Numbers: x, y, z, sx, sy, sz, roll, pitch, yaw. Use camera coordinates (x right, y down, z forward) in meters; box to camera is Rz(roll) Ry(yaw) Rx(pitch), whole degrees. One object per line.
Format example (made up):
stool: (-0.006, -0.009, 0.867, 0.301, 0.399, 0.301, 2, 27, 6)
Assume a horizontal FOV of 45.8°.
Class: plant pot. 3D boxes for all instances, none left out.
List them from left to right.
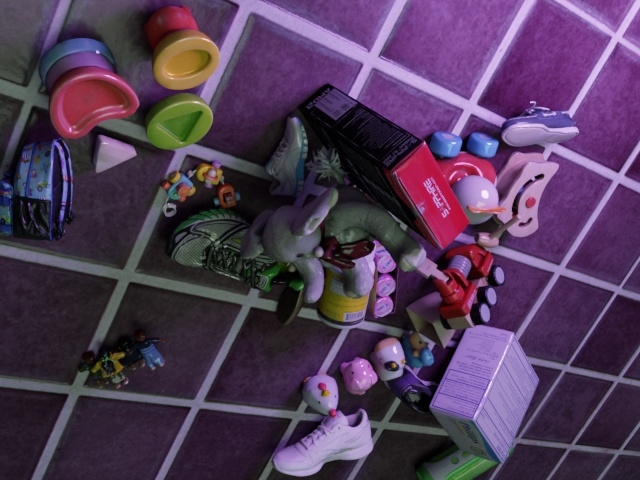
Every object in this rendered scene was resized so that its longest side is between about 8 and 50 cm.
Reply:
plant pot: (0.311, 0.202, 2.021, 0.096, 0.109, 0.109, -41, 131, -15)

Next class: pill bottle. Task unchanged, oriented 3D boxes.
pill bottle: (0.062, 0.091, 1.767, 0.119, 0.119, 0.209, -5, 122, -26)

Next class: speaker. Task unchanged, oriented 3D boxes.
speaker: (0.454, 0.695, 2.390, 0.296, 0.131, 0.131, -29, 129, -10)

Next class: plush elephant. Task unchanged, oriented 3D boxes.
plush elephant: (0.000, 0.000, 1.511, 0.255, 0.272, 0.330, -33, 96, -34)

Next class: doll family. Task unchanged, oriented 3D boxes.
doll family: (-0.435, 0.257, 1.671, 0.193, 0.076, 0.111, -29, 124, -16)

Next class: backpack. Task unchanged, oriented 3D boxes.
backpack: (-0.507, -0.098, 1.357, 0.116, 0.158, 0.173, 3, 105, -10)

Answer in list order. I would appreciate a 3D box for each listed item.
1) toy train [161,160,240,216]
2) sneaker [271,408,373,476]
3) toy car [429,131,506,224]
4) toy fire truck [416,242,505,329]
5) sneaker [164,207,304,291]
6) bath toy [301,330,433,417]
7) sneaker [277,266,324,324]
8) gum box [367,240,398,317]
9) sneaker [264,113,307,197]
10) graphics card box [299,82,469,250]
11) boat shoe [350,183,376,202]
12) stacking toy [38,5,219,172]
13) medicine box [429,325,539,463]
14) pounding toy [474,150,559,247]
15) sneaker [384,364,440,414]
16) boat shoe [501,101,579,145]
toy train: (-0.244, -0.096, 1.566, 0.166, 0.046, 0.125, -14, 124, -21)
sneaker: (0.002, 0.545, 2.080, 0.305, 0.114, 0.152, -11, 110, -27)
toy car: (0.356, -0.107, 1.760, 0.210, 0.238, 0.219, -2, 120, -27)
toy fire truck: (0.325, 0.078, 1.918, 0.246, 0.158, 0.217, 54, 45, -23)
sneaker: (-0.161, 0.028, 1.610, 0.343, 0.146, 0.134, 6, 130, -30)
bath toy: (0.120, 0.356, 1.994, 0.348, 0.129, 0.151, -23, 128, -13)
sneaker: (-0.038, 0.124, 1.803, 0.071, 0.066, 0.188, 10, 115, -38)
gum box: (0.136, 0.086, 1.846, 0.062, 0.107, 0.188, -13, 125, -21)
sneaker: (-0.076, -0.172, 1.597, 0.082, 0.071, 0.191, -7, 122, -18)
graphics card box: (0.121, -0.155, 1.517, 0.094, 0.371, 0.233, -42, 129, -5)
boat shoe: (0.143, -0.120, 1.728, 0.095, 0.095, 0.257, 30, 102, -38)
stacking toy: (-0.344, -0.283, 1.390, 0.308, 0.130, 0.279, -20, 153, -13)
medicine box: (0.468, 0.430, 2.143, 0.289, 0.149, 0.263, -57, 134, -24)
pounding toy: (0.516, -0.082, 1.915, 0.154, 0.155, 0.270, 20, 108, -31)
sneaker: (0.296, 0.461, 2.156, 0.283, 0.124, 0.107, 34, 100, -39)
boat shoe: (0.525, -0.283, 1.832, 0.254, 0.079, 0.095, -7, 163, -31)
